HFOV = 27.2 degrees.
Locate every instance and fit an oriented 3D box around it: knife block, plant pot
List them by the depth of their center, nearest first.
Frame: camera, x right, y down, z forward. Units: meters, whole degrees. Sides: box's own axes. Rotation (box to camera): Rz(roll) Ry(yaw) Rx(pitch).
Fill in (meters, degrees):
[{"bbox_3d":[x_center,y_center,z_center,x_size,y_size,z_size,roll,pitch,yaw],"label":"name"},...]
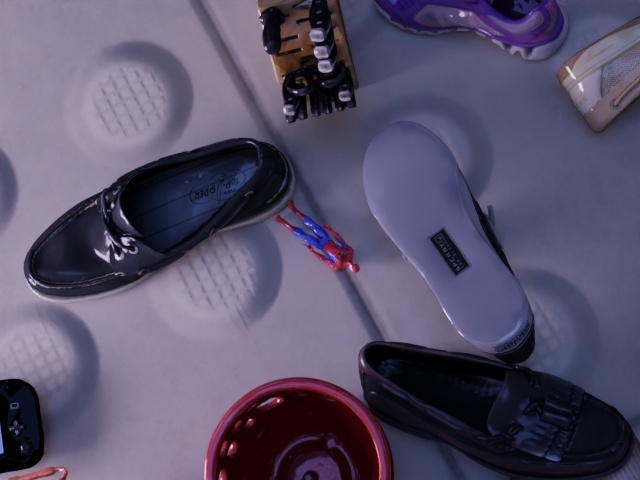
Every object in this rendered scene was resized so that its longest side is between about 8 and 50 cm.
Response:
[{"bbox_3d":[-0.013,0.248,1.390,0.191,0.174,0.191,-2,76,8],"label":"plant pot"},{"bbox_3d":[-0.023,-0.258,1.479,0.088,0.242,0.276,-13,75,4],"label":"knife block"}]

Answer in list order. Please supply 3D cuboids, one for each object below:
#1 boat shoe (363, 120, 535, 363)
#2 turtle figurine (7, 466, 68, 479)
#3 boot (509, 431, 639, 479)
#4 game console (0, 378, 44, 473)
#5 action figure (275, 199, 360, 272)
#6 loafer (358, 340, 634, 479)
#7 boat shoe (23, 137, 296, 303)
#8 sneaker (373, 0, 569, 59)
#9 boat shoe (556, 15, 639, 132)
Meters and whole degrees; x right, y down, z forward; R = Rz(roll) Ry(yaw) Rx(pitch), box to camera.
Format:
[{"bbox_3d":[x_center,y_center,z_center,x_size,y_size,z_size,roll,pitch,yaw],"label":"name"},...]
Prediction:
[{"bbox_3d":[0.149,0.002,1.462,0.113,0.105,0.306,-37,60,4],"label":"boat shoe"},{"bbox_3d":[-0.346,0.382,1.419,0.269,0.217,0.087,-41,119,-5],"label":"turtle figurine"},{"bbox_3d":[0.277,0.346,1.347,0.220,0.109,0.283,-28,64,6],"label":"boot"},{"bbox_3d":[-0.497,0.221,1.512,0.361,0.044,0.213,-10,89,2],"label":"game console"},{"bbox_3d":[0.000,0.000,1.525,0.115,0.030,0.038,38,79,12],"label":"action figure"},{"bbox_3d":[0.173,0.173,1.383,0.302,0.095,0.109,12,61,27],"label":"loafer"},{"bbox_3d":[-0.195,-0.029,1.514,0.340,0.113,0.127,-18,75,3],"label":"boat shoe"},{"bbox_3d":[0.172,-0.285,1.531,0.236,0.104,0.095,16,81,12],"label":"sneaker"},{"bbox_3d":[0.418,-0.228,1.485,0.302,0.109,0.098,-31,80,6],"label":"boat shoe"}]
